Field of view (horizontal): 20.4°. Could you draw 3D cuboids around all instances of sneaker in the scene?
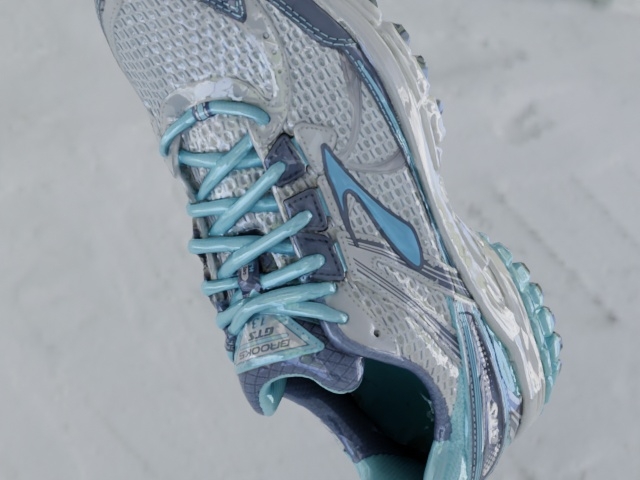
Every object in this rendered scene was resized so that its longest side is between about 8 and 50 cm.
[{"bbox_3d":[0.000,0.000,0.724,0.110,0.283,0.122,-18,-151,42],"label":"sneaker"}]
